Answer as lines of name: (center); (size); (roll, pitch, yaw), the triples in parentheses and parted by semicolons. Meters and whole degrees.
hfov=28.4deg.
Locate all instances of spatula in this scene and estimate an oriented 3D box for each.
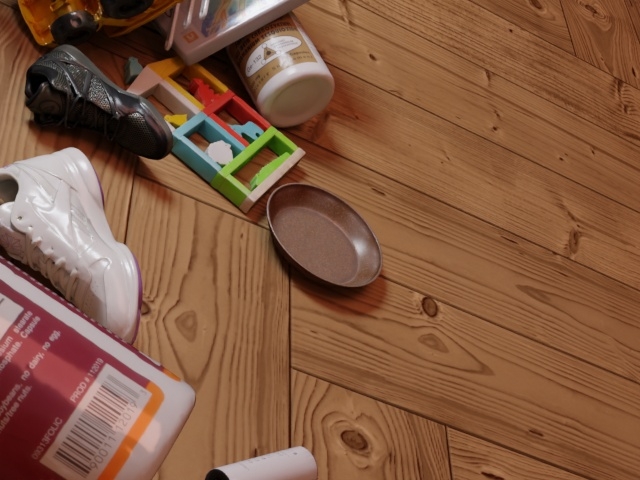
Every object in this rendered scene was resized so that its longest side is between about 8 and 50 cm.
spatula: (-0.185, -0.412, 1.924); (0.019, 0.168, 0.242); (19, 65, -27)

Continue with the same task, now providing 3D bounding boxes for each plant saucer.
plant saucer: (0.000, 0.000, 1.866); (0.198, 0.036, 0.198); (24, 37, -20)

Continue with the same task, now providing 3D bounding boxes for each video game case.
video game case: (-0.153, -0.457, 2.047); (0.329, 0.036, 0.300); (-31, 62, -15)

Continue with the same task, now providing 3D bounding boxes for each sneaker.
sneaker: (-0.315, -0.173, 1.738); (0.227, 0.087, 0.130); (39, 37, 6)
sneaker: (-0.313, 0.020, 1.530); (0.152, 0.114, 0.305); (-9, 52, -30)

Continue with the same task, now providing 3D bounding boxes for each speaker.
speaker: (-0.069, 0.280, 1.482); (0.136, 0.055, 0.055); (-6, 55, -45)

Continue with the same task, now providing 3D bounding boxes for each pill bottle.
pill bottle: (-0.081, -0.306, 2.048); (0.131, 0.131, 0.229); (0, 50, -41)
pill bottle: (-0.342, 0.134, 1.256); (0.392, 0.224, 0.224); (35, 36, -5)

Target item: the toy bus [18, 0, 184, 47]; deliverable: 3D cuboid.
toy bus: (-0.311, -0.373, 1.890); (0.149, 0.220, 0.211); (67, 17, 12)

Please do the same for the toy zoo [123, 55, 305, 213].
toy zoo: (-0.177, -0.180, 1.911); (0.293, 0.030, 0.192); (40, 35, 2)
